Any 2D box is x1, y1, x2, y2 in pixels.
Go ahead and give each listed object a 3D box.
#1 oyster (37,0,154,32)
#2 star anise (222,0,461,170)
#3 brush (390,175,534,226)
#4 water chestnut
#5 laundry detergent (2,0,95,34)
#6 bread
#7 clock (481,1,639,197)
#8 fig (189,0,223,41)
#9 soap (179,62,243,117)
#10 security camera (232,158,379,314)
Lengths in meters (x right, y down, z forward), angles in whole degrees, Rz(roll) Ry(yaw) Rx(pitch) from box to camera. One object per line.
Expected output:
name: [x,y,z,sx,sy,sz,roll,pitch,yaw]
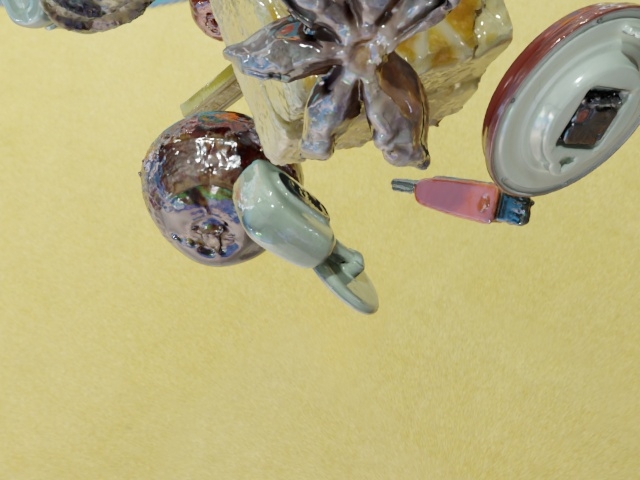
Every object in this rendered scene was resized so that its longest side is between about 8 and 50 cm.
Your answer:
oyster: [-0.241,-0.356,0.773,0.162,0.351,0.158,-28,60,-21]
star anise: [0.015,-0.129,0.507,0.171,0.208,0.063,17,42,0]
brush: [0.239,-0.078,1.387,0.323,0.051,0.070,16,104,50]
water chestnut: [-0.205,-0.122,1.617,0.350,0.351,0.302,0,38,9]
laundry detergent: [-0.453,-0.479,1.384,0.105,0.280,0.215,-6,101,21]
bread: [0.049,-0.354,1.149,0.371,0.279,0.390,-17,85,-15]
clock: [0.370,-0.188,1.100,0.318,0.318,0.080,-33,53,-5]
fig: [-0.168,-0.431,1.423,0.150,0.128,0.128,-21,58,-45]
soap: [-0.205,-0.356,1.763,0.252,0.092,0.037,-33,72,25]
security camera: [0.000,0.000,1.095,0.080,0.301,0.157,-42,40,14]
